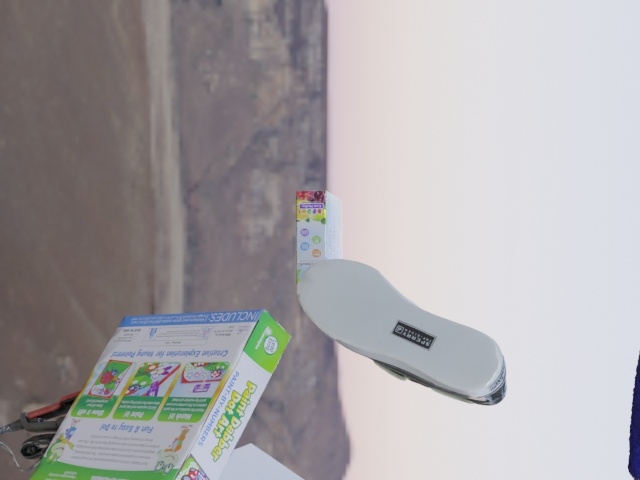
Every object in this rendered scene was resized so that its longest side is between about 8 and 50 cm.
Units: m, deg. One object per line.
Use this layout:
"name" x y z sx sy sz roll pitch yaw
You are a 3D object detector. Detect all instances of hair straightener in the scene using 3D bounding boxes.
"hair straightener" -0.323 0.234 1.538 0.047 0.230 0.089 32 51 -45

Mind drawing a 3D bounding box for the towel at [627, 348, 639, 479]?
"towel" 0.470 0.133 1.415 0.076 0.227 0.308 16 81 -58

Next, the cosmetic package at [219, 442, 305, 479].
"cosmetic package" -0.178 0.469 1.962 0.217 0.156 0.385 -64 161 11

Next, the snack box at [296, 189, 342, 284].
"snack box" 0.000 0.000 1.399 0.141 0.037 0.100 19 69 -81

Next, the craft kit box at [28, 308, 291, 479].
"craft kit box" -0.178 0.189 1.352 0.061 0.249 0.247 49 55 -29

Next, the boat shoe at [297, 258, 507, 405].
"boat shoe" 0.073 0.091 1.174 0.078 0.219 0.070 -53 152 -15
